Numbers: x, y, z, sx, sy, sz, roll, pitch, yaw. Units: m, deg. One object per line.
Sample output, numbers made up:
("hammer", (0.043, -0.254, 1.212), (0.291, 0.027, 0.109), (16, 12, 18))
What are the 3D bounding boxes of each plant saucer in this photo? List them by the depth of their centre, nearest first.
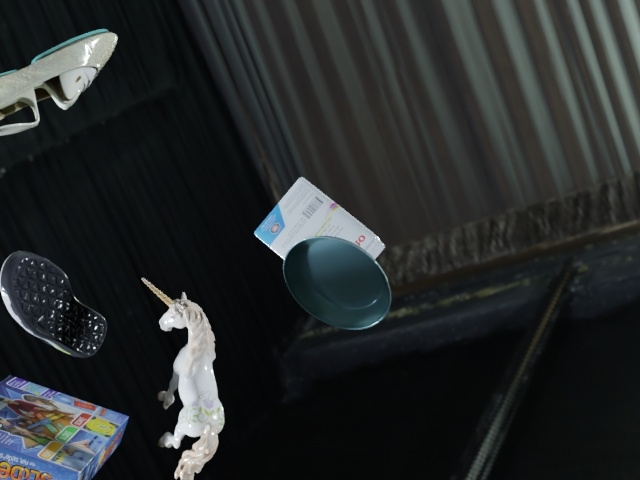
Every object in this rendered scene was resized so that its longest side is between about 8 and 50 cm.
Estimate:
("plant saucer", (0.020, 0.039, 1.060), (0.119, 0.119, 0.021), (-12, -152, 35))

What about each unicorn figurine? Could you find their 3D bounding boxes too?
("unicorn figurine", (-0.115, 0.125, 0.912), (0.060, 0.162, 0.111), (-10, 148, -34))

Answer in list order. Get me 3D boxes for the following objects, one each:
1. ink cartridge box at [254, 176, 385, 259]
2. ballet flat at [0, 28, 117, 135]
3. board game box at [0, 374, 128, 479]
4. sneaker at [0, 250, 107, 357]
("ink cartridge box", (0.000, 0.000, 1.203), (0.088, 0.122, 0.052), (-50, 158, -2))
("ballet flat", (-0.238, -0.125, 0.876), (0.168, 0.052, 0.057), (-29, 175, -23))
("board game box", (-0.274, 0.187, 0.998), (0.136, 0.035, 0.201), (20, -175, 1))
("sneaker", (-0.363, 0.086, 1.327), (0.097, 0.235, 0.084), (17, -115, 24))
